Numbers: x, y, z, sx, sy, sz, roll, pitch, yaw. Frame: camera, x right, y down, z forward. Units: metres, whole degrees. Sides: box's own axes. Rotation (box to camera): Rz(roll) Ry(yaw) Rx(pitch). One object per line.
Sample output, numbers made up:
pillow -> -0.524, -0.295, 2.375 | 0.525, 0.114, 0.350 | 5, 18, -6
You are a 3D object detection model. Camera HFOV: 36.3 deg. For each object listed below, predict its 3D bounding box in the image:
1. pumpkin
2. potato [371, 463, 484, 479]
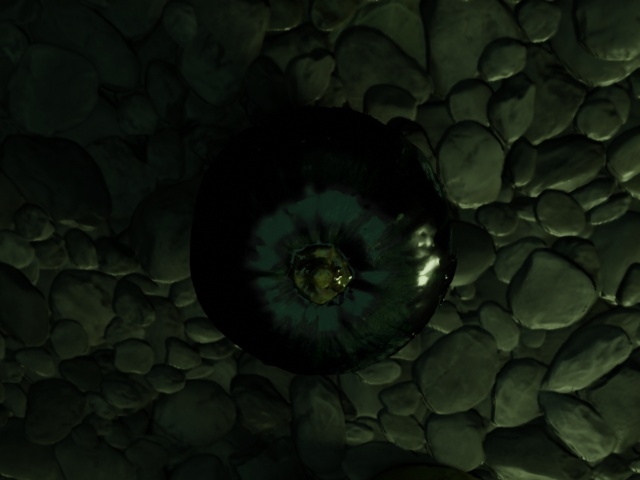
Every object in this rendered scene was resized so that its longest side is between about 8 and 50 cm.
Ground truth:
pumpkin -> 0.000, 0.000, 0.827 | 0.233, 0.163, 0.233 | 2, 114, 5
potato -> 0.152, 0.343, 0.979 | 0.271, 0.111, 0.160 | 36, 115, -7
